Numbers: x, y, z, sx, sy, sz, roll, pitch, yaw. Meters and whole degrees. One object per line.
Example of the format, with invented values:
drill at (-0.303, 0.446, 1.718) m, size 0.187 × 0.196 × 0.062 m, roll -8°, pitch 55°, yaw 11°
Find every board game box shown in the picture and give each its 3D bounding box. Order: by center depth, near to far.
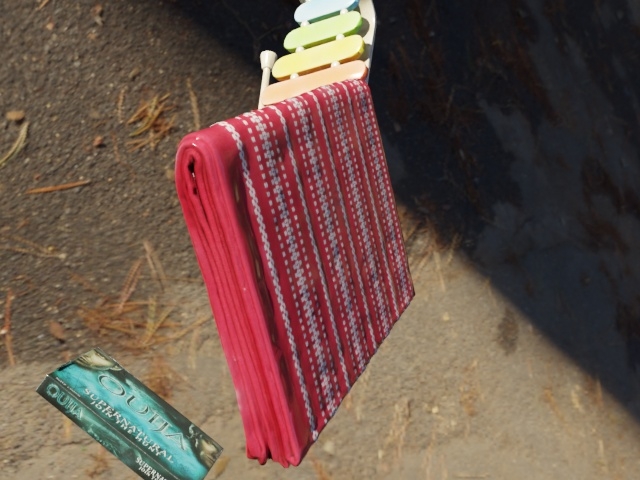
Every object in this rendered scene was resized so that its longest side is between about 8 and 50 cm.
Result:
board game box at (-0.194, 0.191, 0.812) m, size 0.186 × 0.026 × 0.126 m, roll 38°, pitch 8°, yaw 2°

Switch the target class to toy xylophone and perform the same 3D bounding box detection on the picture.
toy xylophone at (-0.020, -0.252, 1.182) m, size 0.081 × 0.236 × 0.323 m, roll 41°, pitch 42°, yaw -47°

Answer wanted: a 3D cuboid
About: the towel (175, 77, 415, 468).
towel at (0.000, 0.000, 0.528) m, size 0.275 × 0.031 × 0.199 m, roll -39°, pitch 119°, yaw -62°
